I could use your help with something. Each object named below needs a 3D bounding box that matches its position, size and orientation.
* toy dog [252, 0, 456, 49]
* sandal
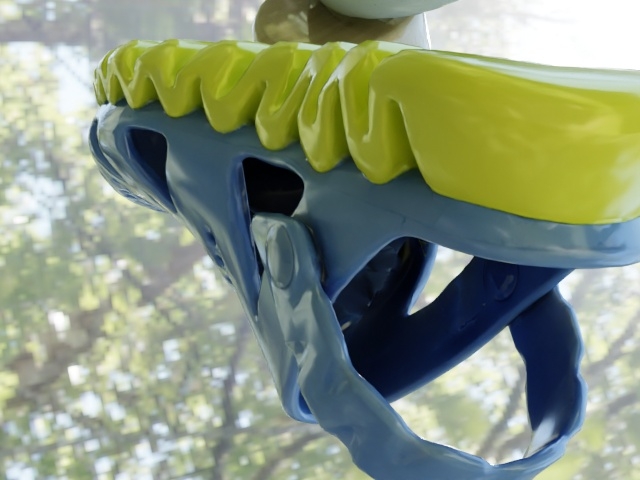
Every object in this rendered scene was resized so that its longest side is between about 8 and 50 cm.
[{"bbox_3d":[0.083,-0.203,0.827,0.161,0.220,0.334,12,-115,22],"label":"toy dog"},{"bbox_3d":[0.000,0.000,0.598,0.317,0.126,0.138,-162,-104,-65],"label":"sandal"}]
